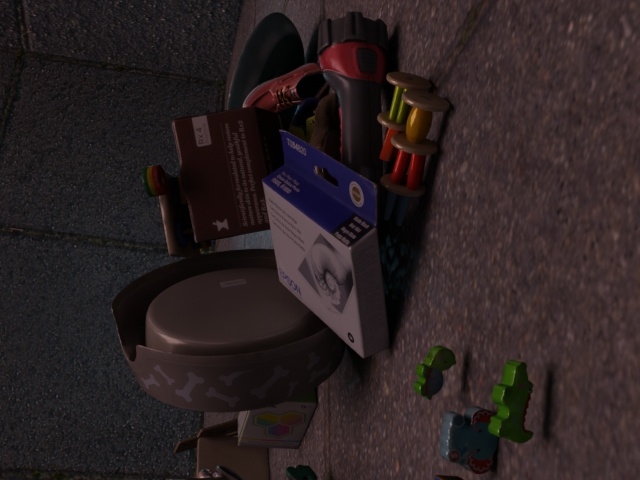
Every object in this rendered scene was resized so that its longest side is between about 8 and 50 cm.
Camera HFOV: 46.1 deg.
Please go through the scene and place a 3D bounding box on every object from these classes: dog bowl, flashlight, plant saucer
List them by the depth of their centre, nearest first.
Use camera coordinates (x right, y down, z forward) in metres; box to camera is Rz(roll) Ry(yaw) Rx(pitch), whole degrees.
[{"bbox_3d":[0.044,-0.148,1.004,0.103,0.103,0.303,29,-122,-61],"label":"flashlight"},{"bbox_3d":[-0.119,0.121,1.082,0.348,0.349,0.102,-116,22,-67],"label":"dog bowl"},{"bbox_3d":[-0.103,-0.313,1.579,0.317,0.044,0.317,19,-90,-74],"label":"plant saucer"}]

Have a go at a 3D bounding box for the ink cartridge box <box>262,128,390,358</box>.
[{"bbox_3d":[0.000,0.000,0.924,0.223,0.045,0.223,37,142,51],"label":"ink cartridge box"}]

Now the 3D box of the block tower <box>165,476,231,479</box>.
[{"bbox_3d":[-0.045,0.332,0.834,0.336,0.097,0.090,-6,76,46],"label":"block tower"}]

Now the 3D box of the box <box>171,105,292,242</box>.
[{"bbox_3d":[-0.123,-0.120,1.292,0.381,0.143,0.191,-46,-53,-79],"label":"box"}]

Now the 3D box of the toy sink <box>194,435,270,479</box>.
[{"bbox_3d":[-0.190,0.543,1.565,0.234,0.153,0.131,-102,21,-51],"label":"toy sink"}]

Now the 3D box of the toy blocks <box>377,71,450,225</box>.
[{"bbox_3d":[0.093,-0.104,0.859,0.123,0.054,0.148,-108,27,-60],"label":"toy blocks"}]

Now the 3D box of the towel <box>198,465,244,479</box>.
[{"bbox_3d":[-0.068,0.489,0.946,0.332,0.053,0.316,13,96,46],"label":"towel"}]

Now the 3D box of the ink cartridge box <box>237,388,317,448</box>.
[{"bbox_3d":[-0.070,0.273,1.266,0.209,0.109,0.062,109,162,-44],"label":"ink cartridge box"}]

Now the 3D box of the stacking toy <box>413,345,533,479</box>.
[{"bbox_3d":[0.120,0.200,0.613,0.167,0.052,0.221,174,104,-75],"label":"stacking toy"}]

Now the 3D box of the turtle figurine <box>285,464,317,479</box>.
[{"bbox_3d":[-0.049,0.456,1.089,0.175,0.118,0.234,-23,-64,-57],"label":"turtle figurine"}]

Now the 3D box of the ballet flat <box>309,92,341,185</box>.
[{"bbox_3d":[0.008,-0.148,1.117,0.249,0.058,0.084,-81,-26,-51],"label":"ballet flat"}]

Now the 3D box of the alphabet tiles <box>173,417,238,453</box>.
[{"bbox_3d":[-0.221,0.426,1.673,0.237,0.198,0.009,121,133,-62],"label":"alphabet tiles"}]

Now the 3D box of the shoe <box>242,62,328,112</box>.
[{"bbox_3d":[-0.065,-0.279,1.424,0.063,0.178,0.081,61,178,-23],"label":"shoe"}]

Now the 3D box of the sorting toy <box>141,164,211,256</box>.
[{"bbox_3d":[-0.211,-0.041,1.220,0.274,0.046,0.132,24,-125,-82],"label":"sorting toy"}]

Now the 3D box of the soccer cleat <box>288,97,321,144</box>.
[{"bbox_3d":[-0.010,-0.140,1.230,0.289,0.094,0.121,-100,14,-55],"label":"soccer cleat"}]
